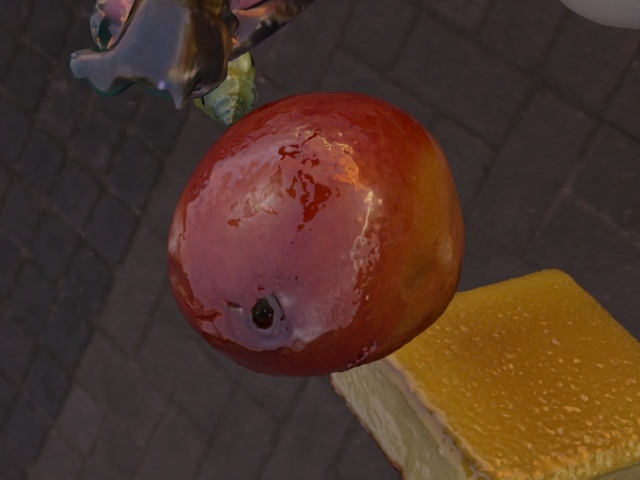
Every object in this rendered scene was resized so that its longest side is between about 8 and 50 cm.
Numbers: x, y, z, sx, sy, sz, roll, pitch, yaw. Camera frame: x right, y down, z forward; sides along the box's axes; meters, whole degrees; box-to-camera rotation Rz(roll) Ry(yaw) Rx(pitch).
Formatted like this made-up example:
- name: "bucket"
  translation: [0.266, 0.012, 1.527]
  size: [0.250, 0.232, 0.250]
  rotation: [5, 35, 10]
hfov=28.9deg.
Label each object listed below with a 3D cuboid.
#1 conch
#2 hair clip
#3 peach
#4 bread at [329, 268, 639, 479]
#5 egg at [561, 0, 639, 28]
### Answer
- name: "conch"
  translation: [-0.122, -0.211, 1.558]
  size: [0.095, 0.079, 0.200]
  rotation: [-32, 57, 35]
- name: "hair clip"
  translation: [-0.028, -0.203, 0.725]
  size: [0.110, 0.358, 0.095]
  rotation: [1, 130, 23]
- name: "peach"
  translation: [0.000, 0.000, 1.129]
  size: [0.281, 0.281, 0.238]
  rotation: [58, 145, 22]
- name: "bread"
  translation: [0.226, 0.192, 1.450]
  size: [0.323, 0.333, 0.143]
  rotation: [-126, 32, -44]
- name: "egg"
  translation: [0.406, -0.396, 1.486]
  size: [0.345, 0.283, 0.283]
  rotation: [-165, 78, -67]
